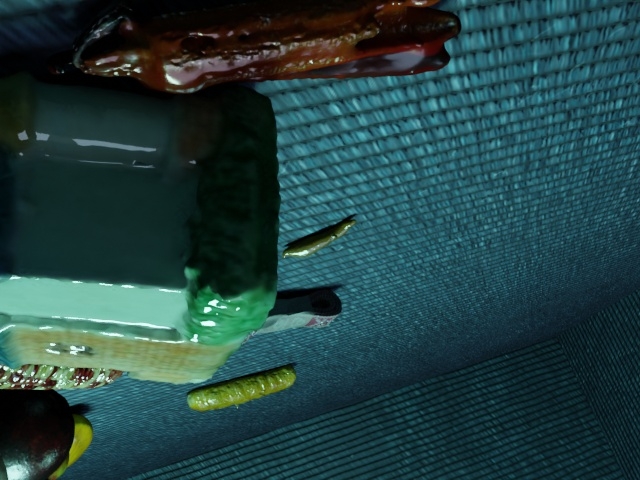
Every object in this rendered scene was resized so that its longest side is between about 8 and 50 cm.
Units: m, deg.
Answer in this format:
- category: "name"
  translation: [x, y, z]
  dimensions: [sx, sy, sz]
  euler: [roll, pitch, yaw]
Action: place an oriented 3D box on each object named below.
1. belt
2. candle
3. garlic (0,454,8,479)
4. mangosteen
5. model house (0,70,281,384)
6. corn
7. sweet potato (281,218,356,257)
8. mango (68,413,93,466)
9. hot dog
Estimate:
- category: "belt"
  translation: [-0.064, 0.124, 1.068]
  dimensions: [0.232, 0.071, 0.053]
  euler: [-5, 148, -41]
- category: "candle"
  translation: [-0.032, -0.138, 0.444]
  dimensions: [0.302, 0.059, 0.084]
  euler: [-12, 149, -19]
- category: "garlic"
  translation: [-0.504, 0.252, 0.704]
  dimensions: [0.322, 0.240, 0.322]
  euler: [9, 165, 2]
- category: "mangosteen"
  translation: [-0.486, 0.319, 0.983]
  dimensions: [0.210, 0.209, 0.210]
  euler: [-17, 159, -7]
- category: "model house"
  translation: [-0.219, -0.007, 0.490]
  dimensions: [0.325, 0.193, 0.267]
  euler: [4, 156, -20]
- category: "corn"
  translation: [-0.370, 0.140, 0.791]
  dimensions: [0.098, 0.098, 0.290]
  euler: [-29, 154, 24]
- category: "sweet potato"
  translation: [0.000, 0.000, 0.869]
  dimensions: [0.115, 0.026, 0.026]
  euler: [-26, 159, 9]
- category: "mango"
  translation: [-0.563, 0.423, 1.324]
  dimensions: [0.217, 0.102, 0.141]
  euler: [-35, 131, 29]
- category: "hot dog"
  translation: [-0.195, 0.377, 1.594]
  dimensions: [0.286, 0.061, 0.087]
  euler: [-13, 147, -20]
